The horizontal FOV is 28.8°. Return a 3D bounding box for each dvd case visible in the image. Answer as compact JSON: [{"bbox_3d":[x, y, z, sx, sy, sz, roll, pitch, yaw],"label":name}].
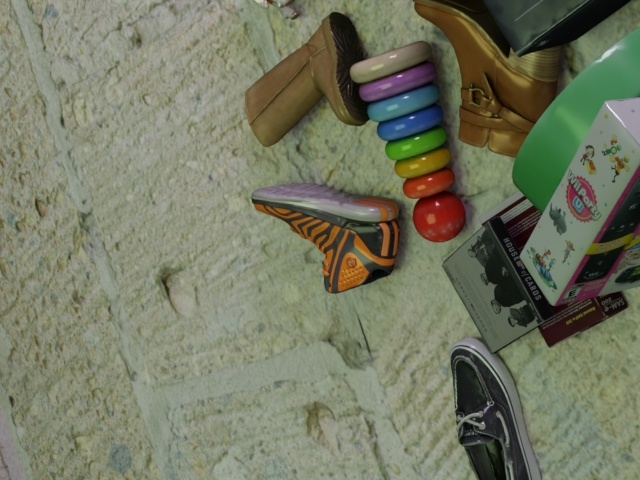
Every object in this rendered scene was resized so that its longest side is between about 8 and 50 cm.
[{"bbox_3d":[0.283,0.077,2.016,0.179,0.029,0.239,62,162,9],"label":"dvd case"}]

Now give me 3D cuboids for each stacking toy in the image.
[{"bbox_3d":[0.165,-0.156,2.068,0.141,0.141,0.330,-13,100,44],"label":"stacking toy"}]

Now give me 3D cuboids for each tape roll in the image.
[{"bbox_3d":[0.407,-0.160,1.695,0.077,0.321,0.321,49,130,22],"label":"tape roll"}]

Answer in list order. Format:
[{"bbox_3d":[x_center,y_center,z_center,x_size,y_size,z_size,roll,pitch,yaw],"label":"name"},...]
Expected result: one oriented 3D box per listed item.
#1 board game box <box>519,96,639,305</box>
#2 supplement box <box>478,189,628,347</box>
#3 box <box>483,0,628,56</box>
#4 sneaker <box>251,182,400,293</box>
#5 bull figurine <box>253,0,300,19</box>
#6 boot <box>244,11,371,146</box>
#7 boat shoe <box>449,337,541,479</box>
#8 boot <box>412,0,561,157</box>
[{"bbox_3d":[0.421,-0.057,1.616,0.098,0.224,0.303,62,151,33],"label":"board game box"},{"bbox_3d":[0.366,0.033,1.966,0.130,0.073,0.239,-36,77,44],"label":"supplement box"},{"bbox_3d":[0.321,-0.507,1.716,0.293,0.212,0.396,-34,82,38],"label":"box"},{"bbox_3d":[0.000,0.000,2.261,0.321,0.124,0.180,14,111,40],"label":"sneaker"},{"bbox_3d":[-0.045,-0.528,2.157,0.310,0.101,0.188,-42,76,42],"label":"bull figurine"},{"bbox_3d":[-0.023,-0.243,2.212,0.269,0.089,0.236,-38,49,41],"label":"boot"},{"bbox_3d":[0.278,0.317,2.113,0.108,0.102,0.301,-17,91,44],"label":"boat shoe"},{"bbox_3d":[0.249,-0.267,1.978,0.283,0.109,0.220,25,123,27],"label":"boot"}]
